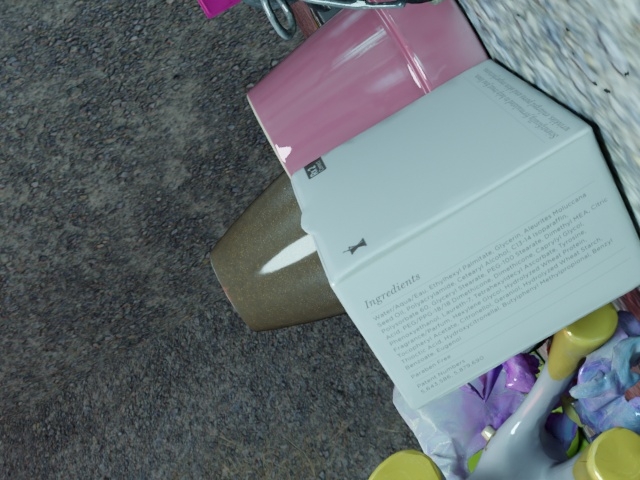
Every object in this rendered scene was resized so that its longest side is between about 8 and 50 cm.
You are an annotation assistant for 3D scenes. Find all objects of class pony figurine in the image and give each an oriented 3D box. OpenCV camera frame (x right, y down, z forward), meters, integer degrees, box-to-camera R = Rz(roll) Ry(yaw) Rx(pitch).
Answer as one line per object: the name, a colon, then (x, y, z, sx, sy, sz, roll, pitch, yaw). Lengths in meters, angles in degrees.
pony figurine: (0.152, 0.191, 0.735, 0.303, 0.351, 0.363, 44, 155, 20)

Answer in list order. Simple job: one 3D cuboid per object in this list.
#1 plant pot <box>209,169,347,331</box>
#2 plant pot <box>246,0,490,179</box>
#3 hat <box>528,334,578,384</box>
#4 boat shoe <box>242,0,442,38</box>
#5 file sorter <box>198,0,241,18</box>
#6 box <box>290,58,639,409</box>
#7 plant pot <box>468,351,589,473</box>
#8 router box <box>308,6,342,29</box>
plant pot: (0.000, 0.000, 1.022, 0.215, 0.231, 0.215, 60, -177, -6)
plant pot: (0.044, -0.116, 0.785, 0.201, 0.180, 0.201, 61, -176, -7)
hat: (0.268, 0.091, 1.090, 0.173, 0.184, 0.208, -135, 55, -59)
boat shoe: (-0.019, -0.241, 0.647, 0.186, 0.156, 0.500, 61, -179, -23)
file sorter: (-0.178, -0.567, 1.516, 0.290, 0.202, 0.182, 59, -173, -30)
box: (0.092, -0.013, 0.627, 0.119, 0.182, 0.181, 57, -175, -26)
plant pot: (0.319, 0.320, 1.557, 0.207, 0.227, 0.228, 52, -175, -19)
router box: (0.094, -0.152, 1.034, 0.308, 0.081, 0.243, 61, -177, 11)
